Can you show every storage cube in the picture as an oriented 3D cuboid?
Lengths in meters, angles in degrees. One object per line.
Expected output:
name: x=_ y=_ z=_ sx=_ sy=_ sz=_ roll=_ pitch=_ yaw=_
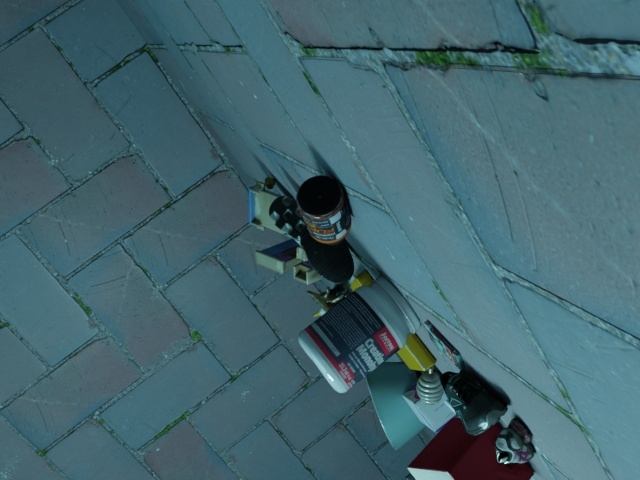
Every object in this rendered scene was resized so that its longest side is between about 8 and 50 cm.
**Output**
storage cube: x=0.375 y=0.578 z=1.754 sx=0.183 sy=0.193 sz=0.215 roll=54 pitch=152 yaw=-5

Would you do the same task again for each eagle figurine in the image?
eagle figurine: x=0.074 y=0.205 z=2.365 sx=0.298 sy=0.225 sz=0.226 roll=3 pitch=-91 yaw=-60

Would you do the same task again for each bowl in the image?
bowl: x=0.279 y=0.543 z=2.397 sx=0.311 sy=0.163 sz=0.311 roll=-21 pitch=-90 yaw=-84

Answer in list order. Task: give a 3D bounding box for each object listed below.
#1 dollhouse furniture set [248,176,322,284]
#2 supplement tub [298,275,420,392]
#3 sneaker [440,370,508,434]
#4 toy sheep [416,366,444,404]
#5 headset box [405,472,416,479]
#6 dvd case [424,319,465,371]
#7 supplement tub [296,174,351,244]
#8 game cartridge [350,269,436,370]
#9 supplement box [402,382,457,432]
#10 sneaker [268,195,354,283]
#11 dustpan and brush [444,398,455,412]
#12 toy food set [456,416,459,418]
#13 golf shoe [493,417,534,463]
dollhouse furniture set: x=-0.078 y=-0.056 z=2.389 sx=0.286 sy=0.198 sz=0.303 roll=20 pitch=121 yaw=38
supplement tub: x=0.098 y=0.238 z=1.775 sx=0.191 sy=0.272 sz=0.191 roll=52 pitch=174 yaw=8
sneaker: x=0.325 y=0.353 z=1.544 sx=0.106 sy=0.101 sz=0.267 roll=52 pitch=173 yaw=0
toy sheep: x=0.317 y=0.419 z=2.013 sx=0.091 sy=0.091 sz=0.132 roll=-138 pitch=35 yaw=-60
headset box: x=0.458 y=0.837 z=2.380 sx=0.246 sy=0.283 sz=0.131 roll=50 pitch=173 yaw=17
dvd case: x=0.290 y=0.246 z=1.626 sx=0.119 sy=0.013 sz=0.087 roll=46 pitch=170 yaw=39
supplement tub: x=0.013 y=-0.058 z=1.559 sx=0.106 sy=0.106 sz=0.198 roll=50 pitch=173 yaw=24
game cartridge: x=0.205 y=0.240 z=2.057 sx=0.323 sy=0.053 sz=0.285 roll=55 pitch=174 yaw=7
supplement box: x=0.345 y=0.504 z=2.167 sx=0.114 sy=0.111 sz=0.220 roll=53 pitch=173 yaw=4
sneaker: x=0.000 y=0.000 z=2.011 sx=0.330 sy=0.122 sz=0.146 roll=49 pitch=-170 yaw=27
dustpan and brush: x=0.397 y=0.489 z=1.938 sx=0.211 sy=0.060 sz=0.147 roll=46 pitch=170 yaw=46
toy food set: x=0.451 y=0.593 z=2.261 sx=0.132 sy=0.038 sz=0.192 roll=48 pitch=163 yaw=-5
golf shoe: x=0.414 y=0.451 z=1.521 sx=0.067 sy=0.086 sz=0.186 roll=46 pitch=172 yaw=38
